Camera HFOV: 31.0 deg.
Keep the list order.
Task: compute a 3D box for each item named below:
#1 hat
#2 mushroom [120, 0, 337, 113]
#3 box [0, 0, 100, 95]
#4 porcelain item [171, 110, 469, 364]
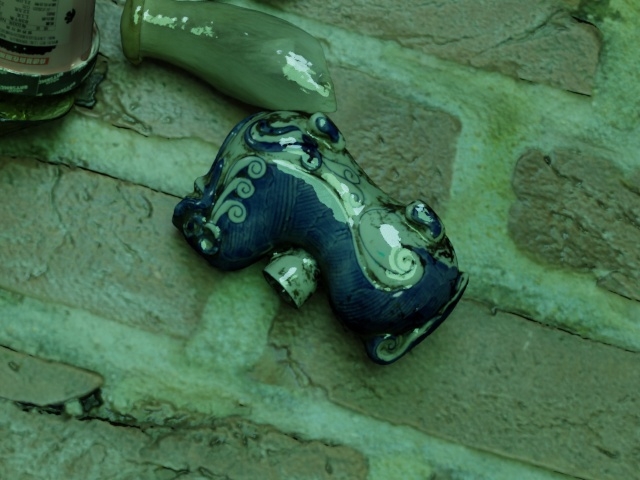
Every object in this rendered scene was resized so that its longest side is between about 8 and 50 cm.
[{"bbox_3d":[-0.329,-0.132,1.175,0.146,0.067,0.146,16,30,-10],"label":"hat"},{"bbox_3d":[-0.089,-0.197,1.216,0.247,0.096,0.108,22,67,3],"label":"mushroom"},{"bbox_3d":[-0.288,-0.240,1.145,0.151,0.135,0.151,11,48,-13],"label":"box"},{"bbox_3d":[0.000,0.000,1.152,0.288,0.138,0.186,43,82,6],"label":"porcelain item"}]
